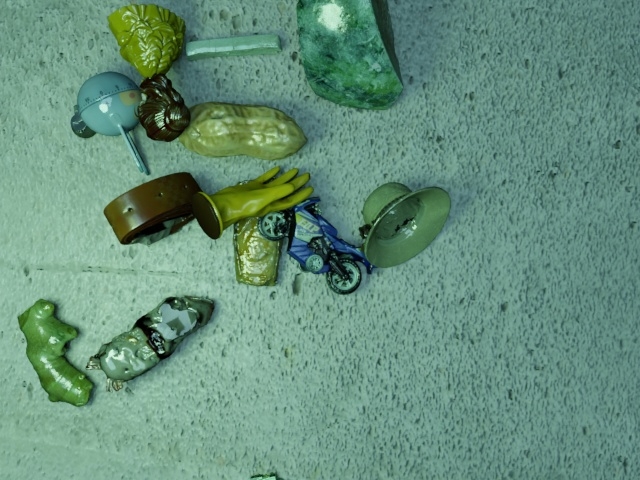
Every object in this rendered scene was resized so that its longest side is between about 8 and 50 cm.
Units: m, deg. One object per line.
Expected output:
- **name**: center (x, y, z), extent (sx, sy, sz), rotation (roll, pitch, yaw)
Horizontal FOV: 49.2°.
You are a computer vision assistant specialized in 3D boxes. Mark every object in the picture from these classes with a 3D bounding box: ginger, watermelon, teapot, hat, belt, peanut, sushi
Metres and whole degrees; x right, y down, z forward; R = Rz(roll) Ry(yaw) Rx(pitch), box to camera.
- **ginger**: center (-0.666, 0.285, 1.756), extent (0.137, 0.089, 0.289), rotation (-16, 88, -7)
- **watermelon**: center (0.085, -0.495, 1.693), extent (0.228, 0.387, 0.258), rotation (0, 47, 23)
- **teapot**: center (-0.604, -0.305, 1.769), extent (0.066, 0.057, 0.088), rotation (-12, 90, 0)
- **hat**: center (0.181, -0.066, 1.710), extent (0.257, 0.257, 0.130), rotation (-39, 56, 1)
- **belt**: center (-0.391, -0.073, 1.677), extent (0.184, 0.261, 0.105), rotation (-37, 84, 33)
- **peanut**: center (-0.192, -0.268, 1.717), extent (0.325, 0.153, 0.140), rotation (6, 95, 8)
- **sushi**: center (-0.415, 0.240, 1.730), extent (0.332, 0.130, 0.124), rotation (-38, 90, 0)

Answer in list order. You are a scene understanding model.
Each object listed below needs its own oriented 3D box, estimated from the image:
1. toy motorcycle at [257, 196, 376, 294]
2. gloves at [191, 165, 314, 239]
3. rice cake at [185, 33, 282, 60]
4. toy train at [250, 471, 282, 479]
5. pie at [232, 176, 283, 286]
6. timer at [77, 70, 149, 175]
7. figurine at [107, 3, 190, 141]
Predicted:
- **toy motorcycle**: center (0.000, 0.000, 1.735), extent (0.315, 0.113, 0.169), rotation (38, 78, -9)
- **gloves**: center (-0.151, -0.111, 1.674), extent (0.294, 0.116, 0.133), rotation (-26, 61, -29)
- **rice cake**: center (-0.220, -0.489, 1.771), extent (0.245, 0.042, 0.045), rotation (-4, 78, 2)
- **toy train**: center (-0.135, 0.616, 1.774), extent (0.083, 0.033, 0.053), rotation (-14, 86, 1)
- **pie**: center (-0.157, -0.025, 1.759), extent (0.129, 0.068, 0.282), rotation (1, 86, -1)
- **timer**: center (-0.478, -0.302, 1.721), extent (0.255, 0.175, 0.175), rotation (42, 91, -5)
- **figurine**: center (-0.394, -0.380, 1.664), extent (0.168, 0.187, 0.315), rotation (-17, 73, 16)
